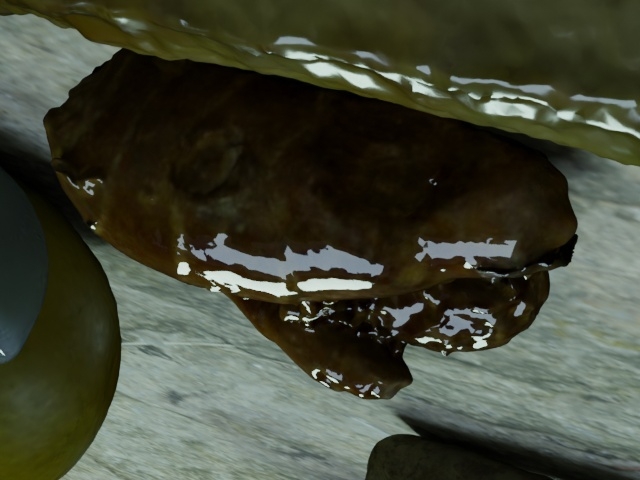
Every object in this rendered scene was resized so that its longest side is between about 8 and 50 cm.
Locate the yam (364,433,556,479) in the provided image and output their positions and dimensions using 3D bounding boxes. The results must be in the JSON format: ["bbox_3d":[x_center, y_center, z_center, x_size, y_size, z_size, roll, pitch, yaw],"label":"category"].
[{"bbox_3d":[0.176,0.160,0.796,0.356,0.081,0.081,13,160,32],"label":"yam"}]

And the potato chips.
[{"bbox_3d":[0.101,-0.027,0.369,0.407,0.057,0.080,18,175,16],"label":"potato chips"}]

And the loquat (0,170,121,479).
[{"bbox_3d":[-0.158,0.038,0.756,0.152,0.152,0.195,11,168,34],"label":"loquat"}]

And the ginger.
[{"bbox_3d":[0.000,0.000,0.549,0.162,0.073,0.103,15,162,20],"label":"ginger"}]

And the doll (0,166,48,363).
[{"bbox_3d":[-0.164,-0.064,0.454,0.258,0.153,0.195,58,172,33],"label":"doll"}]
